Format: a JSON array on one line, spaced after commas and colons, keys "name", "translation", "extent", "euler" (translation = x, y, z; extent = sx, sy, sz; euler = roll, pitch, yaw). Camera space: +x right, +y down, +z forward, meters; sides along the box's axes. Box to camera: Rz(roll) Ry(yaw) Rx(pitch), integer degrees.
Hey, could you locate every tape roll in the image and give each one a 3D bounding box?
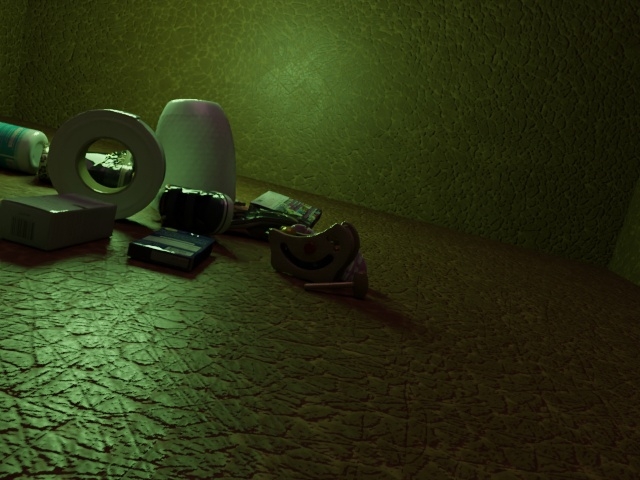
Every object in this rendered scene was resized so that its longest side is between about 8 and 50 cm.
[{"name": "tape roll", "translation": [-0.552, -0.201, 1.405], "extent": [0.286, 0.287, 0.100], "euler": [11, 11, -14]}]

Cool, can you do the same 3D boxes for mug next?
[{"name": "mug", "translation": [-0.430, -0.292, 1.823], "extent": [0.276, 0.328, 0.374], "euler": [0, 5, -14]}]

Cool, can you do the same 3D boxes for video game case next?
[{"name": "video game case", "translation": [-0.113, -0.099, 1.804], "extent": [0.210, 0.042, 0.232], "euler": [20, 16, 4]}]

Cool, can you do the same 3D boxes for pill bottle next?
[{"name": "pill bottle", "translation": [-1.058, -0.317, 1.766], "extent": [0.263, 0.146, 0.146], "euler": [13, 10, -4]}]

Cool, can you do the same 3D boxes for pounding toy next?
[{"name": "pounding toy", "translation": [-0.006, 0.026, 1.251], "extent": [0.269, 0.154, 0.155], "euler": [16, 10, 19]}]

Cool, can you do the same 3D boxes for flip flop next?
[{"name": "flip flop", "translation": [-0.199, -0.042, 1.621], "extent": [0.276, 0.080, 0.112], "euler": [-5, 20, -15]}]

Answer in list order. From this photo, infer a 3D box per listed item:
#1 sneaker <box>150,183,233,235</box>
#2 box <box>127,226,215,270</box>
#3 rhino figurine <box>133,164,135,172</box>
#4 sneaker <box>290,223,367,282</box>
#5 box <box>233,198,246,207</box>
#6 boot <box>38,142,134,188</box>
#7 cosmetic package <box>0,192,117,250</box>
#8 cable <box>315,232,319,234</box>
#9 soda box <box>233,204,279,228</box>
[{"name": "sneaker", "translation": [-0.367, -0.086, 1.484], "extent": [0.127, 0.126, 0.321], "euler": [10, -1, -41]}, {"name": "box", "translation": [-0.328, 0.015, 1.218], "extent": [0.136, 0.037, 0.225], "euler": [14, 11, 0]}, {"name": "rhino figurine", "translation": [-0.700, -0.282, 2.154], "extent": [0.243, 0.107, 0.073], "euler": [16, 10, 11]}, {"name": "sneaker", "translation": [0.015, 0.043, 1.394], "extent": [0.236, 0.095, 0.105], "euler": [26, -19, 16]}, {"name": "box", "translation": [-0.374, -0.151, 2.095], "extent": [0.136, 0.027, 0.094], "euler": [5, 11, -37]}, {"name": "boot", "translation": [-0.798, -0.257, 1.841], "extent": [0.284, 0.138, 0.377], "euler": [9, 16, -24]}, {"name": "cosmetic package", "translation": [-0.547, -0.045, 1.135], "extent": [0.117, 0.086, 0.231], "euler": [15, 11, 6]}, {"name": "cable", "translation": [0.000, 0.000, 1.703], "extent": [0.184, 0.047, 0.150], "euler": [5, 13, -37]}, {"name": "soda box", "translation": [-0.222, -0.078, 1.809], "extent": [0.181, 0.058, 0.061], "euler": [4, 14, -40]}]
